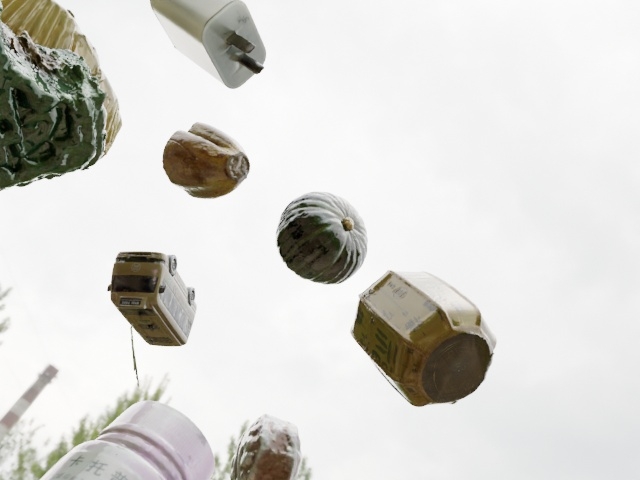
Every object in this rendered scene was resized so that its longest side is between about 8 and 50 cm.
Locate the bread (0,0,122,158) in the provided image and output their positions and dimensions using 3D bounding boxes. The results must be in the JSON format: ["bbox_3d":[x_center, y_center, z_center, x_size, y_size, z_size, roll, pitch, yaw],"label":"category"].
[{"bbox_3d":[-0.553,-0.325,1.259,0.236,0.183,0.389,21,-27,30],"label":"bread"}]

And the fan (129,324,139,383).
[{"bbox_3d":[-0.424,0.268,1.406,0.009,0.131,0.240,-6,-35,-16],"label":"fan"}]

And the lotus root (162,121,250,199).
[{"bbox_3d":[-0.281,-0.209,1.598,0.180,0.188,0.199,11,-18,36],"label":"lotus root"}]

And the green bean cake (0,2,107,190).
[{"bbox_3d":[-0.476,-0.220,0.888,0.169,0.300,0.308,49,-35,27],"label":"green bean cake"}]

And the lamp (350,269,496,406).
[{"bbox_3d":[0.135,0.128,0.836,0.161,0.185,0.161,-7,-68,-19],"label":"lamp"}]

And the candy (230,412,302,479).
[{"bbox_3d":[-0.139,0.565,1.571,0.157,0.214,0.289,21,-37,-8],"label":"candy"}]

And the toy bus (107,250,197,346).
[{"bbox_3d":[-0.405,0.146,1.500,0.139,0.157,0.289,2,-32,5],"label":"toy bus"}]

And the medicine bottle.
[{"bbox_3d":[-0.224,0.287,0.610,0.152,0.254,0.152,11,-60,20],"label":"medicine bottle"}]

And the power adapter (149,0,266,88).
[{"bbox_3d":[-0.210,-0.421,1.260,0.255,0.124,0.187,41,-10,28],"label":"power adapter"}]

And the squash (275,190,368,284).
[{"bbox_3d":[0.003,-0.004,1.323,0.172,0.218,0.218,-17,-60,29],"label":"squash"}]
